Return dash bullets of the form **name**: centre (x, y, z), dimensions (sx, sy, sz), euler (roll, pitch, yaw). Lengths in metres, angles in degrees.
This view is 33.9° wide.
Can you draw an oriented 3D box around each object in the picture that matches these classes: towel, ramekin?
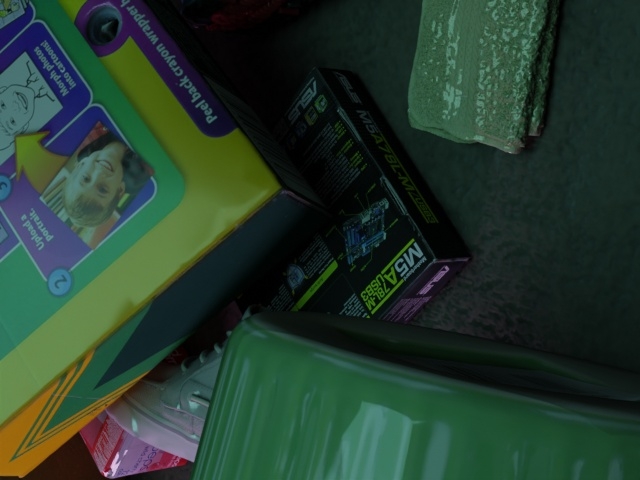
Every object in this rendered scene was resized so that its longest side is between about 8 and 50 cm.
- **towel**: centre (0.106, -0.136, 0.687), dimensions (0.110, 0.027, 0.148), euler (18, 104, 44)
- **ramekin**: centre (0.075, 0.132, 0.537), dimensions (0.303, 0.303, 0.148), euler (12, 92, 46)

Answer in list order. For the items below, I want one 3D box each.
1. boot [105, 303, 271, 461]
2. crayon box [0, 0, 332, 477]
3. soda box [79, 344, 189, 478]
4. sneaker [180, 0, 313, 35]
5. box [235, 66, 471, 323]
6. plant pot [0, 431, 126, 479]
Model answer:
- **boot**: centre (-0.061, 0.104, 0.775), dimensions (0.258, 0.095, 0.123), euler (20, 100, 37)
- **crayon box**: centre (-0.224, -0.061, 0.788), dimensions (0.313, 0.106, 0.363), euler (-40, 70, 10)
- **soda box**: centre (-0.201, 0.088, 0.967), dimensions (0.263, 0.092, 0.083), euler (53, 127, 33)
- **sneaker**: centre (-0.024, -0.244, 0.768), dimensions (0.262, 0.104, 0.125), euler (-12, 80, 46)
- **box**: centre (0.000, 0.000, 0.789), dimensions (0.190, 0.045, 0.184), euler (-51, 59, 35)
- **plant pot**: centre (-0.338, 0.246, 0.969), dimensions (0.275, 0.294, 0.274), euler (1, 92, 47)
